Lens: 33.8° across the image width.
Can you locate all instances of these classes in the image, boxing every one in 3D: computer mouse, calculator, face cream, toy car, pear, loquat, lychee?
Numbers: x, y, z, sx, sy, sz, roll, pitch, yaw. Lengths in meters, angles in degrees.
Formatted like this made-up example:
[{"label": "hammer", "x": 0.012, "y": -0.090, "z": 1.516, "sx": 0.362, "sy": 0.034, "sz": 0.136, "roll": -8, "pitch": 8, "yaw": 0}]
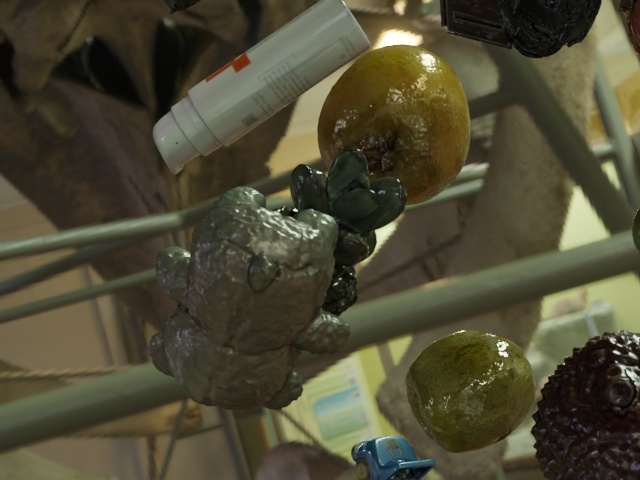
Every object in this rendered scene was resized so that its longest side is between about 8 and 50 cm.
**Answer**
[{"label": "computer mouse", "x": 0.318, "y": -0.358, "z": 1.414, "sx": 0.077, "sy": 0.146, "sz": 0.241, "roll": -47, "pitch": -20, "yaw": -53}, {"label": "calculator", "x": 0.316, "y": -0.480, "z": 2.110, "sx": 0.166, "sy": 0.028, "sz": 0.274, "roll": 16, "pitch": -19, "yaw": 16}, {"label": "face cream", "x": -0.095, "y": -0.225, "z": 1.531, "sx": 0.345, "sy": 0.102, "sz": 0.102, "roll": -33, "pitch": -7, "yaw": 6}, {"label": "toy car", "x": 0.129, "y": 0.385, "z": 1.636, "sx": 0.097, "sy": 0.191, "sz": 0.100, "roll": 3, "pitch": -36, "yaw": -38}, {"label": "pear", "x": 0.260, "y": 0.251, "z": 1.802, "sx": 0.211, "sy": 0.188, "sz": 0.228, "roll": -26, "pitch": 13, "yaw": -6}, {"label": "loquat", "x": 0.122, "y": -0.189, "z": 1.794, "sx": 0.275, "sy": 0.275, "sz": 0.275, "roll": -16, "pitch": -5, "yaw": -2}, {"label": "lychee", "x": 0.448, "y": 0.277, "z": 1.477, "sx": 0.306, "sy": 0.306, "sz": 0.330, "roll": -18, "pitch": -48, "yaw": 16}]

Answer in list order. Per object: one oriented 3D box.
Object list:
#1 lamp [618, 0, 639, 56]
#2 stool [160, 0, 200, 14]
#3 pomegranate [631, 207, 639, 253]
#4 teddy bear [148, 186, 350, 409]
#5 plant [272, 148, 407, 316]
[{"label": "lamp", "x": 0.296, "y": -0.195, "z": 0.868, "sx": 0.092, "sy": 0.107, "sz": 0.107, "roll": 13, "pitch": 0, "yaw": 10}, {"label": "stool", "x": -0.270, "y": -0.552, "z": 2.119, "sx": 0.125, "sy": 0.121, "sz": 0.217, "roll": 1, "pitch": 50, "yaw": 38}, {"label": "pomegranate", "x": 0.701, "y": -0.025, "z": 2.061, "sx": 0.156, "sy": 0.156, "sz": 0.220, "roll": -22, "pitch": 2, "yaw": 45}, {"label": "teddy bear", "x": -0.081, "y": 0.076, "z": 1.188, "sx": 0.151, "sy": 0.236, "sz": 0.267, "roll": -67, "pitch": -5, "yaw": -48}, {"label": "plant", "x": 0.001, "y": 0.001, "z": 1.289, "sx": 0.146, "sy": 0.149, "sz": 0.274, "roll": -4, "pitch": -34, "yaw": -29}]
